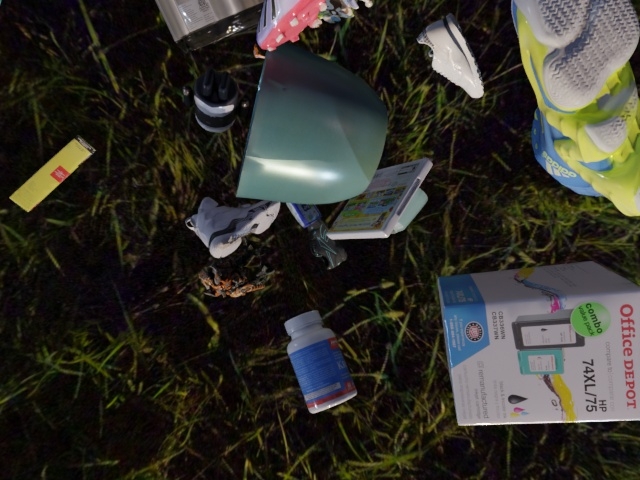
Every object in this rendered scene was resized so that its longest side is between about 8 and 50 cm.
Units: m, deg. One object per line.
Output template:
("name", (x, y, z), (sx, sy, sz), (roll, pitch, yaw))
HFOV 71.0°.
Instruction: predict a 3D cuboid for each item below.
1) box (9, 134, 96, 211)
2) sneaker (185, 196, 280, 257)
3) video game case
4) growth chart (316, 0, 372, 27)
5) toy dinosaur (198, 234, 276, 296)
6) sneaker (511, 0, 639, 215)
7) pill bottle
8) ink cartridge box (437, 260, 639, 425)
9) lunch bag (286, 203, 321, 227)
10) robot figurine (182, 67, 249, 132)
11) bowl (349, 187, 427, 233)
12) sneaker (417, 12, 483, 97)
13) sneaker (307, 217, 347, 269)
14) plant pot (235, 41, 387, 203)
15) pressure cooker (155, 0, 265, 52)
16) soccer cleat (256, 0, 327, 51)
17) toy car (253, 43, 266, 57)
("box", (-0.707, -0.181, 1.192), (0.232, 0.087, 0.058), (-47, 115, -10))
("sneaker", (-0.335, -0.100, 1.735), (0.210, 0.137, 0.366), (38, 53, 17))
("video game case", (0.129, -0.090, 1.030), (0.026, 0.227, 0.206), (42, 70, -22))
("growth chart", (-0.005, -0.524, 0.967), (0.172, 0.237, 0.021), (22, 78, -47))
("toy dinosaur", (-0.280, 0.115, 1.522), (0.218, 0.322, 0.164), (-43, 85, 5))
("sneaker", (0.217, -0.124, 0.402), (0.091, 0.126, 0.240), (-35, 103, -4))
("pill bottle", (-0.008, 0.288, 1.085), (0.124, 0.124, 0.221), (-22, 75, -4))
("ink cartridge box", (0.345, 0.160, 0.734), (0.270, 0.197, 0.197), (-8, 97, 13))
("lunch bag", (-0.068, -0.117, 1.681), (0.096, 0.151, 0.128), (-33, 92, 15))
("robot figurine", (-0.412, -0.550, 1.769), (0.209, 0.278, 0.174), (45, 66, 6))
("bowl", (0.233, -0.131, 1.701), (0.312, 0.311, 0.163), (21, 82, -3))
("sneaker", (0.332, -0.442, 1.115), (0.095, 0.090, 0.235), (-25, 129, 28))
("sneaker", (0.000, 0.000, 1.837), (0.106, 0.101, 0.267), (-40, 100, -17))
("plant pot", (-0.015, -0.199, 0.849), (0.235, 0.293, 0.292), (13, 88, -13))
("pressure cooker", (-0.304, -0.773, 1.210), (0.370, 0.375, 0.420), (-29, 117, -10))
("soccer cleat", (-0.033, -0.339, 0.579), (0.083, 0.248, 0.095), (-35, 98, -25))
("toy car", (-0.207, -0.704, 1.681), (0.041, 0.122, 0.060), (-35, 88, 39))
